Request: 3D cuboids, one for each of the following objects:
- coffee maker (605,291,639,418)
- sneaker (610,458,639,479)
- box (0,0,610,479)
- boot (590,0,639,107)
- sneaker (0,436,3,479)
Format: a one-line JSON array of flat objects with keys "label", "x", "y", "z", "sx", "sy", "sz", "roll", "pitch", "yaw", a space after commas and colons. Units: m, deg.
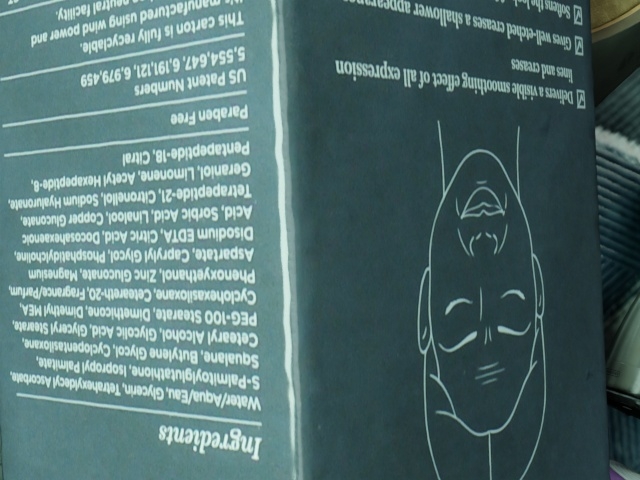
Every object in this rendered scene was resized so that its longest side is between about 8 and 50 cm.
[{"label": "coffee maker", "x": 0.301, "y": 0.063, "z": 0.809, "sx": 0.171, "sy": 0.120, "sz": 0.178, "roll": 27, "pitch": 83, "yaw": -39}, {"label": "sneaker", "x": 0.275, "y": 0.288, "z": 0.809, "sx": 0.305, "sy": 0.114, "sz": 0.152, "roll": 34, "pitch": 95, "yaw": -10}, {"label": "box", "x": 0.000, "y": 0.000, "z": 0.593, "sx": 0.293, "sy": 0.212, "sz": 0.395, "roll": -3, "pitch": 91, "yaw": -51}, {"label": "boot", "x": 0.177, "y": -0.160, "z": 0.783, "sx": 0.305, "sy": 0.112, "sz": 0.115, "roll": -32, "pitch": 69, "yaw": -10}, {"label": "sneaker", "x": -0.178, "y": 0.084, "z": 0.667, "sx": 0.296, "sy": 0.104, "sz": 0.147, "roll": -36, "pitch": 115, "yaw": -21}]
